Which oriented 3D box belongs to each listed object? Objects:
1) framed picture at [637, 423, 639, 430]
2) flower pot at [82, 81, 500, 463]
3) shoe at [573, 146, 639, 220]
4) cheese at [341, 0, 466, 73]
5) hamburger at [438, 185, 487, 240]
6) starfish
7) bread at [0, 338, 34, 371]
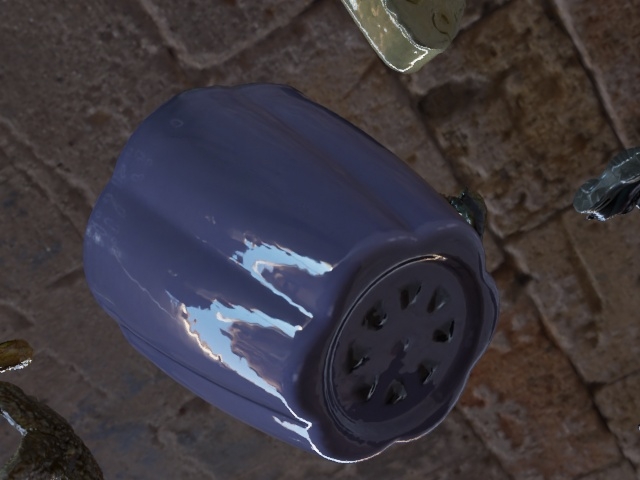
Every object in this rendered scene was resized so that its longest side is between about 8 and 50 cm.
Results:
[{"bbox_3d":[0.673,0.245,1.259,0.244,0.324,0.013,13,119,57],"label":"framed picture"},{"bbox_3d":[-0.006,0.027,0.651,0.243,0.265,0.265,28,164,46],"label":"flower pot"},{"bbox_3d":[0.540,-0.089,1.511,0.099,0.169,0.071,36,-154,-31],"label":"shoe"},{"bbox_3d":[0.139,-0.460,1.475,0.384,0.104,0.383,15,-117,-32],"label":"cheese"},{"bbox_3d":[0.095,0.035,1.078,0.168,0.287,0.192,14,-161,-3],"label":"hamburger"},{"bbox_3d":[-0.361,0.274,1.101,0.375,0.094,0.327,49,179,2],"label":"starfish"},{"bbox_3d":[-0.501,0.185,1.323,0.083,0.111,0.044,122,132,-79],"label":"bread"}]
